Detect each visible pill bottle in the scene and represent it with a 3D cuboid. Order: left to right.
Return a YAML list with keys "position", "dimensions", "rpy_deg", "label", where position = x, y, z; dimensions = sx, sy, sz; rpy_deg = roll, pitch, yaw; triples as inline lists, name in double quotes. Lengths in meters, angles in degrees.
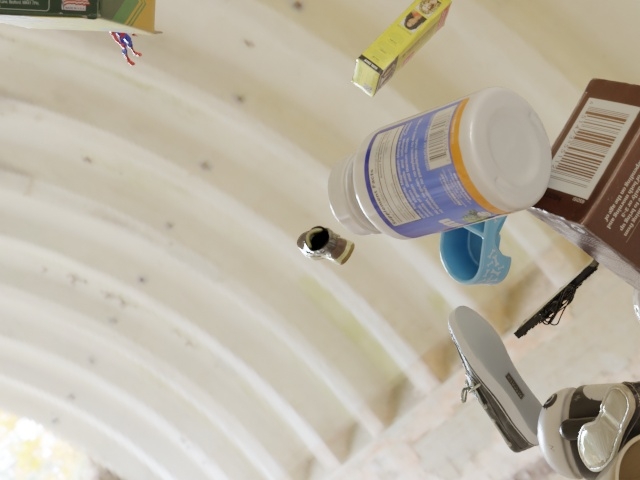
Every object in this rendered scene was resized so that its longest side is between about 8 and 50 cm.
- position: [0.137, -0.084, 1.427]
  dimensions: [0.152, 0.152, 0.272]
  rpy_deg: [-31, 9, -40]
  label: "pill bottle"

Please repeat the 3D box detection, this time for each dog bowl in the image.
- position: [0.326, -0.039, 2.415]
  dimensions: [0.074, 0.166, 0.297]
  rpy_deg: [-13, -60, -33]
  label: "dog bowl"

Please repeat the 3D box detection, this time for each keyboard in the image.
- position: [0.386, 0.103, 1.850]
  dimensions: [0.192, 0.038, 0.100]
  rpy_deg: [-50, -9, 33]
  label: "keyboard"

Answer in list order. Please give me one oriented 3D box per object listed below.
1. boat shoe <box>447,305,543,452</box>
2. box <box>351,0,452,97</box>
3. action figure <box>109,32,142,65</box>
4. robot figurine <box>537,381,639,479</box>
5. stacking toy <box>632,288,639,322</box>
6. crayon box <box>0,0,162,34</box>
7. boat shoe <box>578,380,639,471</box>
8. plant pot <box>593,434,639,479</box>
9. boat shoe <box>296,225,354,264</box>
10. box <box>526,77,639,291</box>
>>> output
- position: [0.328, 0.274, 2.240]
  dimensions: [0.105, 0.306, 0.113]
  rpy_deg: [-37, 0, 38]
  label: "boat shoe"
- position: [0.155, -0.381, 2.196]
  dimensions: [0.232, 0.058, 0.087]
  rpy_deg: [-47, -12, -24]
  label: "box"
- position: [-0.359, -0.370, 2.100]
  dimensions: [0.038, 0.030, 0.115]
  rpy_deg: [-54, -32, -19]
  label: "action figure"
- position: [0.522, 0.333, 2.020]
  dimensions: [0.278, 0.209, 0.174]
  rpy_deg: [-9, 38, 32]
  label: "robot figurine"
- position: [0.628, -0.068, 1.802]
  dimensions: [0.480, 0.350, 0.350]
  rpy_deg: [-65, -10, -1]
  label: "stacking toy"
- position: [-0.347, -0.330, 1.554]
  dimensions: [0.202, 0.081, 0.318]
  rpy_deg: [4, 6, 6]
  label: "crayon box"
- position: [0.466, 0.292, 1.801]
  dimensions: [0.064, 0.075, 0.206]
  rpy_deg: [-16, -39, -25]
  label: "boat shoe"
- position: [0.476, 0.472, 1.760]
  dimensions: [0.256, 0.256, 0.274]
  rpy_deg: [-30, -17, -44]
  label: "plant pot"
- position: [0.000, 0.000, 1.757]
  dimensions: [0.056, 0.049, 0.152]
  rpy_deg: [-58, 26, -12]
  label: "boat shoe"
- position: [0.452, -0.026, 1.454]
  dimensions: [0.191, 0.381, 0.143]
  rpy_deg: [-58, 29, -2]
  label: "box"
